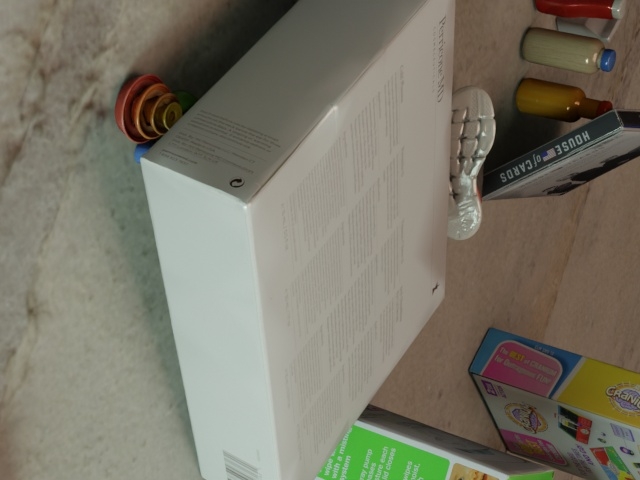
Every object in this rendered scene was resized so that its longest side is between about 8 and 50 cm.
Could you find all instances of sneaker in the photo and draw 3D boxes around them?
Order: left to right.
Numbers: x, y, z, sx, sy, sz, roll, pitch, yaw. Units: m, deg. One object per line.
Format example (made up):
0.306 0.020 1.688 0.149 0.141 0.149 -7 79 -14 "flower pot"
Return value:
0.141 -0.083 1.379 0.065 0.061 0.158 -71 168 -70 "sneaker"

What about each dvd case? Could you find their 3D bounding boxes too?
0.293 -0.094 1.514 0.238 0.179 0.030 -5 71 -59 "dvd case"

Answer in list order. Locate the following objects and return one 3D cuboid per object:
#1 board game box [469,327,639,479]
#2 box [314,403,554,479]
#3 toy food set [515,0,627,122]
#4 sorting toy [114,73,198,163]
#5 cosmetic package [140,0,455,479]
0.353 0.227 1.617 0.064 0.316 0.242 -61 149 -21 "board game box"
0.056 0.295 1.233 0.126 0.231 0.262 14 93 -61 "box"
0.303 -0.242 1.502 0.232 0.104 0.111 -58 147 -24 "toy food set"
-0.103 -0.079 0.961 0.102 0.042 0.061 18 89 -61 "sorting toy"
0.000 0.000 1.079 0.284 0.097 0.377 -48 151 -34 "cosmetic package"
